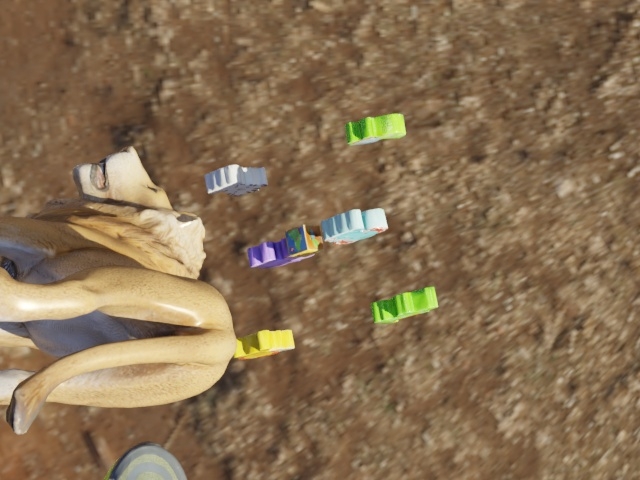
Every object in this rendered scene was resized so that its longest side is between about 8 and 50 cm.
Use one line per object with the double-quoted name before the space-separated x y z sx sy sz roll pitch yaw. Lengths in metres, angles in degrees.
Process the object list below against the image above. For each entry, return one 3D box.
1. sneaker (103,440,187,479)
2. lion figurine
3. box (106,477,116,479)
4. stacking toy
"sneaker" -0.151 0.323 1.377 0.121 0.111 0.300 127 144 -52
"lion figurine" -0.145 0.045 0.989 0.392 0.240 0.142 40 120 59
"box" -0.125 0.200 0.563 0.036 0.207 0.114 32 144 -14
"stacking toy" 0.000 0.000 1.257 0.221 0.052 0.167 -18 77 37
